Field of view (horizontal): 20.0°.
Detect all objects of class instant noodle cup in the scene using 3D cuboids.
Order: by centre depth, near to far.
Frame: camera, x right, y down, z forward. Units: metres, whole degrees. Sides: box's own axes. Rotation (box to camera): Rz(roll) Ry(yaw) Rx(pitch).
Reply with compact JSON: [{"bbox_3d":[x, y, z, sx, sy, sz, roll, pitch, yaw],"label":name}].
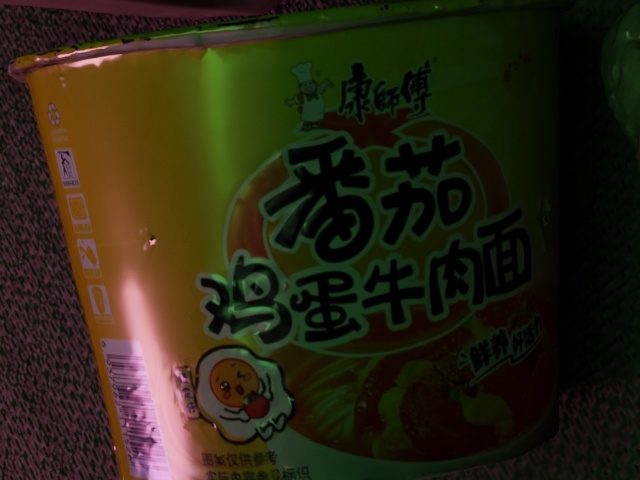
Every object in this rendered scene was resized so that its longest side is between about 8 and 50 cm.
[{"bbox_3d":[0.000,0.000,0.823,0.264,0.264,0.200,-6,94,33],"label":"instant noodle cup"}]

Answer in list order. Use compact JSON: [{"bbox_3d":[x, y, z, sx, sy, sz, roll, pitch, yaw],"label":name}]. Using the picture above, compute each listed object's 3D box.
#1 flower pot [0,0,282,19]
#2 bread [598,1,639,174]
[{"bbox_3d":[-0.121,-0.213,0.888,0.290,0.259,0.290,-3,85,35],"label":"flower pot"},{"bbox_3d":[0.220,0.015,0.713,0.102,0.183,0.337,-42,68,17],"label":"bread"}]
